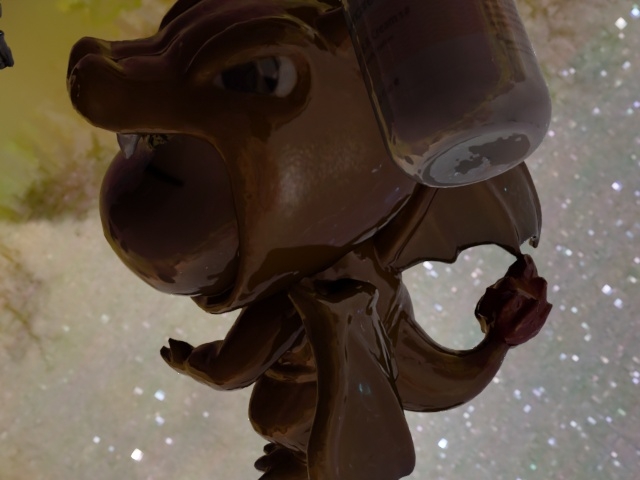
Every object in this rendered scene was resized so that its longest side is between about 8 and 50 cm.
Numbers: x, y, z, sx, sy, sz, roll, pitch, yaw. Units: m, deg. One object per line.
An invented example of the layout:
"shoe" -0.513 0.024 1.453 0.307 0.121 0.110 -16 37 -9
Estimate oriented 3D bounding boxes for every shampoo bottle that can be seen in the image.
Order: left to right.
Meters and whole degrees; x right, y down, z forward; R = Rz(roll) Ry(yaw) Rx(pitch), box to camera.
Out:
"shampoo bottle" 0.042 -0.120 0.484 0.074 0.074 0.192 -35 -117 41

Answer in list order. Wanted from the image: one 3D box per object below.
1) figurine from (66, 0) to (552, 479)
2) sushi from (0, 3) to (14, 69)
"figurine" 0.012 -0.020 0.835 0.268 0.387 0.401 11 -142 39
"sushi" -0.319 -0.096 0.748 0.296 0.167 0.179 87 11 -60
